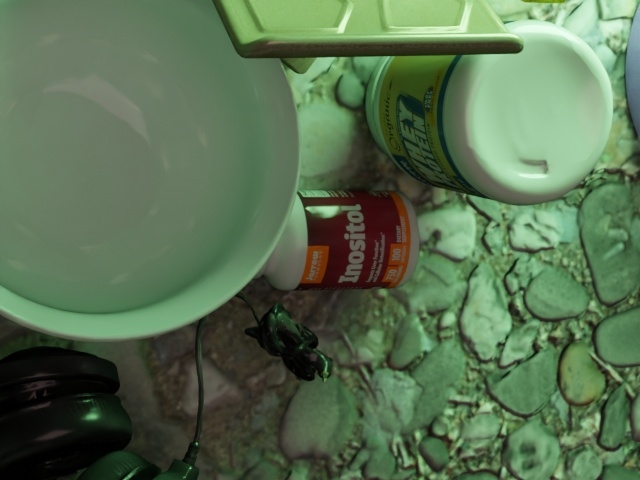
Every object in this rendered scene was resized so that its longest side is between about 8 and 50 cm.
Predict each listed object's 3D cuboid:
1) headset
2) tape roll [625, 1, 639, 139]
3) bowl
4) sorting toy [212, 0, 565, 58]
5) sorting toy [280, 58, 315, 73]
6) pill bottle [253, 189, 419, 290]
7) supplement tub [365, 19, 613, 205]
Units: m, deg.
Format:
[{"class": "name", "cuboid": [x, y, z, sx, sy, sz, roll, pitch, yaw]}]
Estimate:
[{"class": "headset", "cuboid": [-0.170, 0.187, 1.059, 0.394, 0.185, 0.243, -40, 69, 2]}, {"class": "tape roll", "cuboid": [0.430, -0.166, 1.292, 0.275, 0.090, 0.274, -3, 98, -20]}, {"class": "bowl", "cuboid": [-0.174, -0.065, 1.031, 0.298, 0.134, 0.297, 3, 81, -20]}, {"class": "sorting toy", "cuboid": [0.058, -0.192, 1.031, 0.307, 0.229, 0.041, -4, 128, -20]}, {"class": "sorting toy", "cuboid": [-0.027, -0.237, 1.127, 0.132, 0.046, 0.274, 37, 84, -22]}, {"class": "pill bottle", "cuboid": [0.000, 0.000, 1.151, 0.152, 0.086, 0.086, -1, 98, -21]}, {"class": "supplement tub", "cuboid": [0.131, -0.109, 1.124, 0.144, 0.200, 0.144, -3, 99, -21]}]
